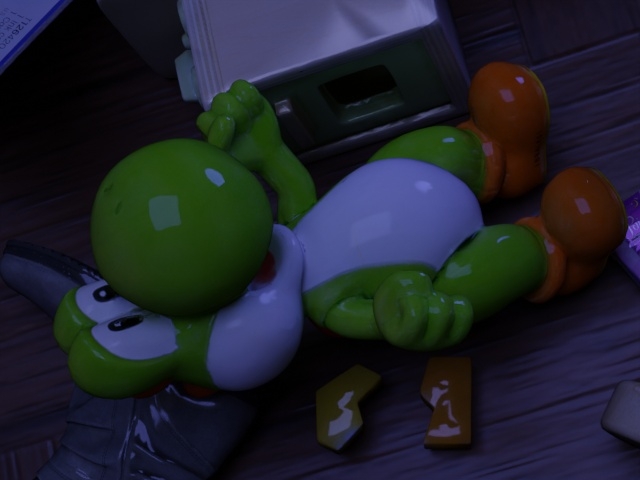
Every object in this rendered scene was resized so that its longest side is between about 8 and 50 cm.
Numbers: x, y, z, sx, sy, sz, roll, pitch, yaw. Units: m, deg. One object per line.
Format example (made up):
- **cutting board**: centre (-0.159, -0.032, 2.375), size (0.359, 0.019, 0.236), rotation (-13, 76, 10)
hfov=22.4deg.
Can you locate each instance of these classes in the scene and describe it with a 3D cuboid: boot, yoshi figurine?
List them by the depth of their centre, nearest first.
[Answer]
- **yoshi figurine**: centre (0.005, -0.011, 1.026), size (0.362, 0.203, 0.203), rotation (-19, 99, -17)
- **boot**: centre (-0.164, 0.112, 1.154), size (0.247, 0.083, 0.161), rotation (29, 85, 22)

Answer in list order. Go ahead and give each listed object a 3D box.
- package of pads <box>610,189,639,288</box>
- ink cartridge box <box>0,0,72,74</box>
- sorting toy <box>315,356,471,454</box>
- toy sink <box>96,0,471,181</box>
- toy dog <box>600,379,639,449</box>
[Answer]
- **package of pads**: centre (0.229, 0.008, 1.099), size (0.050, 0.032, 0.083), rotation (-37, 65, -3)
- **ink cartridge box**: centre (-0.258, -0.231, 1.243), size (0.307, 0.072, 0.303), rotation (30, 71, 33)
- **sorting toy**: centre (0.023, 0.224, 1.060), size (0.229, 0.041, 0.307), rotation (0, 71, 5)
- **toy sink**: centre (-0.023, -0.135, 1.160), size (0.234, 0.153, 0.131), rotation (-16, 68, 9)
- **toy dog**: centre (0.329, 0.099, 0.959), size (0.334, 0.161, 0.220), rotation (3, 82, 19)
